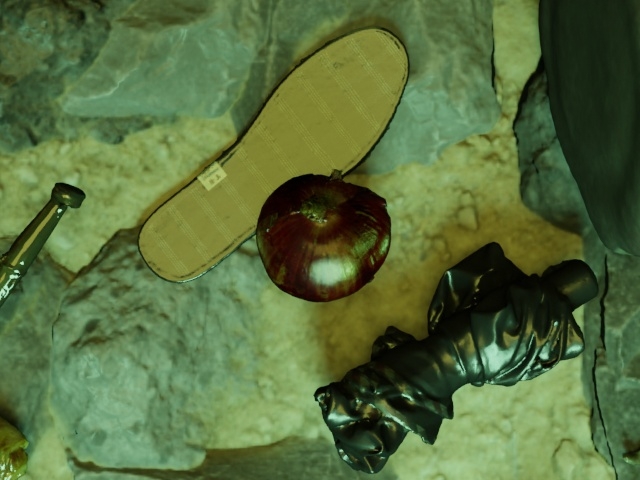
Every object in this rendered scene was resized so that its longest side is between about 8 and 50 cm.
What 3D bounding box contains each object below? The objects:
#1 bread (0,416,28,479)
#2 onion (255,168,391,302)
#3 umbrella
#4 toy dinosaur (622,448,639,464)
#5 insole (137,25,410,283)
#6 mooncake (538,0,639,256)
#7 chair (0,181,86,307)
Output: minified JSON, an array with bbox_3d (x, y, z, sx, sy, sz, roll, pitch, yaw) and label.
[{"bbox_3d":[-0.313,0.182,1.036,0.110,0.060,0.066,25,62,1],"label":"bread"},{"bbox_3d":[0.000,0.000,1.007,0.117,0.118,0.118,17,90,23],"label":"onion"},{"bbox_3d":[0.120,0.096,1.013,0.272,0.122,0.110,-32,133,-4],"label":"umbrella"},{"bbox_3d":[0.382,0.162,1.026,0.162,0.077,0.294,39,104,-4],"label":"toy dinosaur"},{"bbox_3d":[-0.040,-0.077,1.058,0.309,0.012,0.110,-39,91,0],"label":"insole"},{"bbox_3d":[0.282,-0.140,0.926,0.154,0.306,0.306,-7,90,-5],"label":"mooncake"},{"bbox_3d":[-0.482,0.080,0.886,0.362,0.365,0.410,26,101,15],"label":"chair"}]
